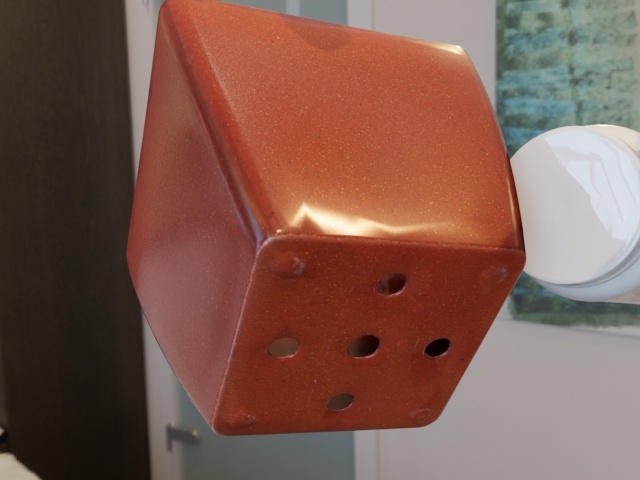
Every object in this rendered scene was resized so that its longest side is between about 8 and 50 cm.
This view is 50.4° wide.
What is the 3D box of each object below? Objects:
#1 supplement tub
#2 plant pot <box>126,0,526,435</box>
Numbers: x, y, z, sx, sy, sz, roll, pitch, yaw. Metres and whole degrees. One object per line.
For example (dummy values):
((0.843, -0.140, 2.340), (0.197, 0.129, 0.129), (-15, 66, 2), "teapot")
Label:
((0.251, -0.018, 0.586), (0.144, 0.144, 0.200), (6, -1, 44), "supplement tub")
((0.000, 0.000, 0.531), (0.267, 0.267, 0.235), (4, 37, -20), "plant pot")
